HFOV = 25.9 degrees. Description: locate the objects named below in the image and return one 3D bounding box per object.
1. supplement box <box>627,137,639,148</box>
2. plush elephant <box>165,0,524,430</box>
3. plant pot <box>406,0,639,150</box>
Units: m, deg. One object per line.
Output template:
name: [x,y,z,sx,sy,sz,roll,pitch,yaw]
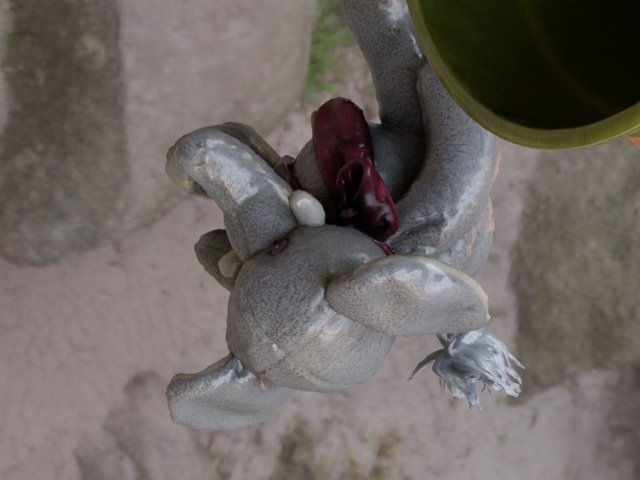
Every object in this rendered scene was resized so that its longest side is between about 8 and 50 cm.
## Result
supplement box: [0.237,-0.150,1.087,0.233,0.080,0.078,31,64,-48]
plush elephant: [0.000,0.000,0.953,0.330,0.271,0.255,60,28,6]
plant pot: [0.278,-0.217,0.715,0.352,0.366,0.367,3,98,-25]
